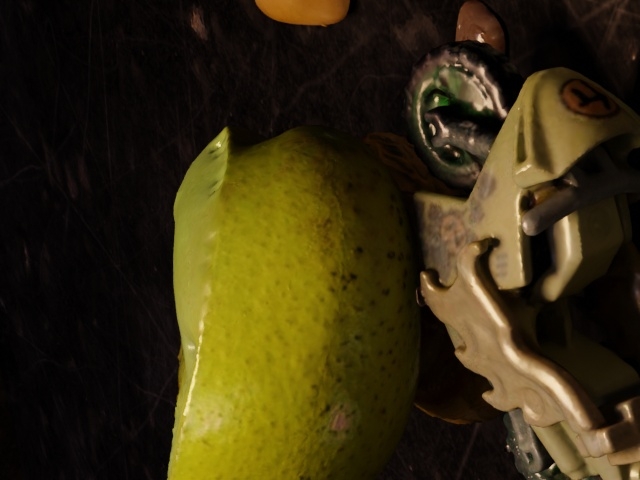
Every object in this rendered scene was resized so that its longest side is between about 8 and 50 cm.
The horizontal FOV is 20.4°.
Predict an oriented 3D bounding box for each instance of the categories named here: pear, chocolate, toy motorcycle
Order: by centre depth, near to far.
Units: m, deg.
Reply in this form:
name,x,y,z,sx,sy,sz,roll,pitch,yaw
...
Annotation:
name,x,y,z,sx,sy,sz,roll,pitch,yaw
toy motorcycle,0.192,0.029,1.439,0.237,0.169,0.410,-7,102,59
pear,-0.017,0.041,1.561,0.342,0.239,0.318,-93,13,-58
chocolate,0.137,-0.162,1.603,0.064,0.031,0.100,-125,27,-44

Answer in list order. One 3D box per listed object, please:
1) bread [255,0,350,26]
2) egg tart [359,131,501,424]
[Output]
name,x,y,z,sx,sy,sz,roll,pitch,yaw
bread,-0.030,-0.300,1.800,0.134,0.085,0.173,38,139,53
egg tart,0.116,0.031,1.684,0.295,0.116,0.294,42,142,45
